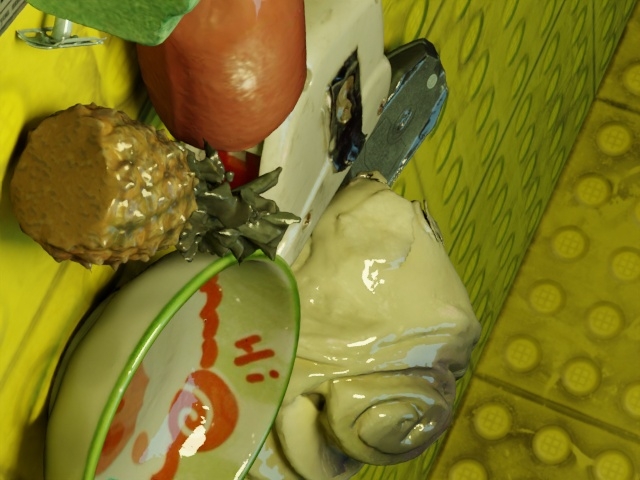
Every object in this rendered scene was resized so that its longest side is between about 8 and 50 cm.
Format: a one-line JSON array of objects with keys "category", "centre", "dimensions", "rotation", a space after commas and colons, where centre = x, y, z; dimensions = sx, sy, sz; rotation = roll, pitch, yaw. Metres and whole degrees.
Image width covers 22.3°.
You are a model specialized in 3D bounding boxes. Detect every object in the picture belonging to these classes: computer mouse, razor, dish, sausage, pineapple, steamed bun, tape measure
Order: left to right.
[{"category": "razor", "centre": [-0.174, -0.204, 1.149], "dimensions": [0.068, 0.040, 0.135], "rotation": [-25, 129, -68]}, {"category": "dish", "centre": [-0.157, 0.136, 1.471], "dimensions": [0.324, 0.124, 0.324], "rotation": [-46, 149, -38]}, {"category": "pineapple", "centre": [-0.122, -0.031, 1.269], "dimensions": [0.248, 0.128, 0.128], "rotation": [11, 101, -55]}, {"category": "sausage", "centre": [-0.078, -0.168, 1.298], "dimensions": [0.148, 0.148, 0.254], "rotation": [-60, 169, -29]}, {"category": "tape measure", "centre": [-0.030, -0.122, 1.539], "dimensions": [0.258, 0.130, 0.265], "rotation": [-57, 160, -29]}, {"category": "steamed bun", "centre": [0.030, 0.138, 1.731], "dimensions": [0.346, 0.237, 0.394], "rotation": [-13, 138, -52]}, {"category": "computer mouse", "centre": [0.069, -0.143, 1.931], "dimensions": [0.231, 0.071, 0.126], "rotation": [-57, 149, -9]}]

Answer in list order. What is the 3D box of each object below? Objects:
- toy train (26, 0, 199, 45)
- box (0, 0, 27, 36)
[{"category": "toy train", "centre": [-0.138, -0.246, 0.851], "dimensions": [0.299, 0.238, 0.167], "rotation": [91, 22, -51]}, {"category": "box", "centre": [-0.223, -0.173, 1.024], "dimensions": [0.177, 0.036, 0.115], "rotation": [-59, 161, -30]}]
